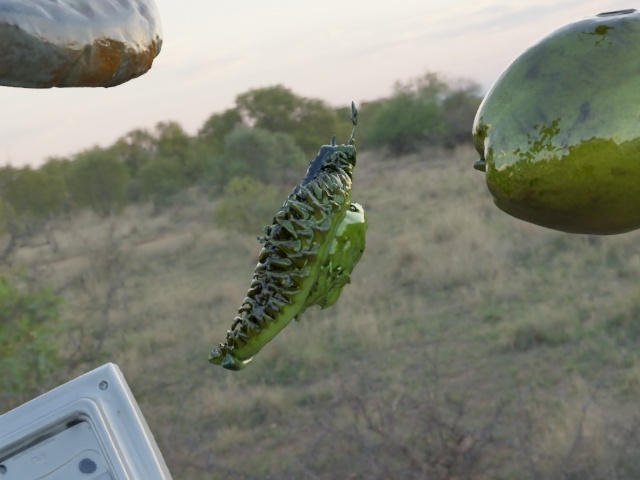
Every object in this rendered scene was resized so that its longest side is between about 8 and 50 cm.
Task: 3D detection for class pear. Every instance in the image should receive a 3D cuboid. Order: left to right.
[{"bbox_3d":[0.330,-0.134,1.153,0.321,0.269,0.269,-21,5,0],"label":"pear"}]

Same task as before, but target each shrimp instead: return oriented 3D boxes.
[{"bbox_3d":[-0.240,-0.177,0.713,0.317,0.164,0.062,-17,-21,-51],"label":"shrimp"}]

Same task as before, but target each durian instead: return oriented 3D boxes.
[{"bbox_3d":[-0.007,-0.003,1.127,0.107,0.132,0.375,7,54,33],"label":"durian"}]

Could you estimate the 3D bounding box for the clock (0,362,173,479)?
[{"bbox_3d":[-0.333,0.307,1.265,0.262,0.231,0.116,-26,-16,-10],"label":"clock"}]
